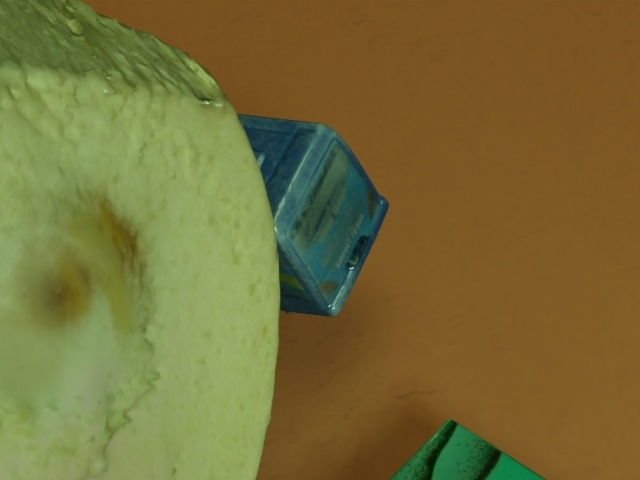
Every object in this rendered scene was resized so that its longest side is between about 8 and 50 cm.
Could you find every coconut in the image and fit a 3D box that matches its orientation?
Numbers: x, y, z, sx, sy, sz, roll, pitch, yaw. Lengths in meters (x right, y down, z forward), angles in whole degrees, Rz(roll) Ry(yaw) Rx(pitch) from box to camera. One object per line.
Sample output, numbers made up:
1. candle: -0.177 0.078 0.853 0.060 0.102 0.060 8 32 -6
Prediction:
1. coconut: -0.178 0.030 0.523 0.254 0.297 0.297 2 41 33

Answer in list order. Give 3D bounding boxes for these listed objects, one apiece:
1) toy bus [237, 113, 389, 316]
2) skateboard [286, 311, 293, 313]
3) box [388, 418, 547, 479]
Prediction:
1. toy bus: -0.087 -0.025 0.683 0.236 0.094 0.079 10 54 30
2. skateboard: 0.000 0.000 0.726 0.064 0.032 0.083 5 41 -5
3. box: 0.089 0.181 0.520 0.226 0.042 0.161 31 53 30
